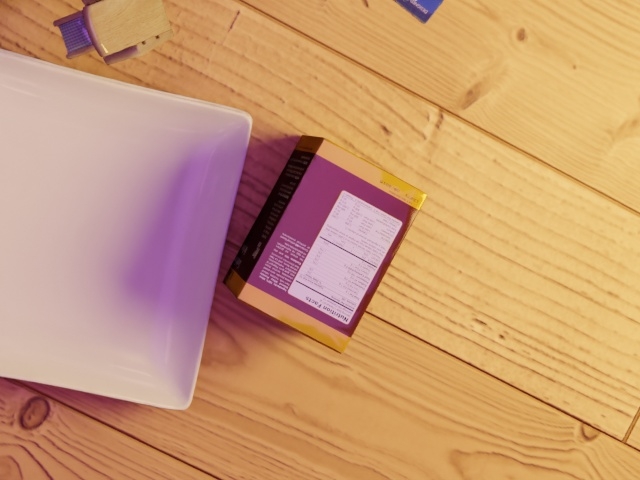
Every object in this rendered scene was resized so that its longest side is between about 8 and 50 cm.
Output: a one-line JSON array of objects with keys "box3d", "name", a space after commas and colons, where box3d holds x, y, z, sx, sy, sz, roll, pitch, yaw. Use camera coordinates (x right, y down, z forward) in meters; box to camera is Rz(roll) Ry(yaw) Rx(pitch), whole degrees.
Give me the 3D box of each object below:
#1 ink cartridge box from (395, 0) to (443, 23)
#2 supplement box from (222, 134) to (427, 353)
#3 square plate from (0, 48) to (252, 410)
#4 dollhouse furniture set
[{"box3d": [0.159, -0.413, 1.920, 0.165, 0.065, 0.333, 35, 102, -9], "name": "ink cartridge box"}, {"box3d": [0.000, 0.000, 1.899, 0.129, 0.191, 0.194, 29, 90, -9], "name": "supplement box"}, {"box3d": [-0.272, -0.011, 1.901, 0.344, 0.049, 0.347, 13, 89, -22], "name": "square plate"}, {"box3d": [-0.364, -0.283, 1.776, 0.303, 0.198, 0.286, -12, 103, 33], "name": "dollhouse furniture set"}]
